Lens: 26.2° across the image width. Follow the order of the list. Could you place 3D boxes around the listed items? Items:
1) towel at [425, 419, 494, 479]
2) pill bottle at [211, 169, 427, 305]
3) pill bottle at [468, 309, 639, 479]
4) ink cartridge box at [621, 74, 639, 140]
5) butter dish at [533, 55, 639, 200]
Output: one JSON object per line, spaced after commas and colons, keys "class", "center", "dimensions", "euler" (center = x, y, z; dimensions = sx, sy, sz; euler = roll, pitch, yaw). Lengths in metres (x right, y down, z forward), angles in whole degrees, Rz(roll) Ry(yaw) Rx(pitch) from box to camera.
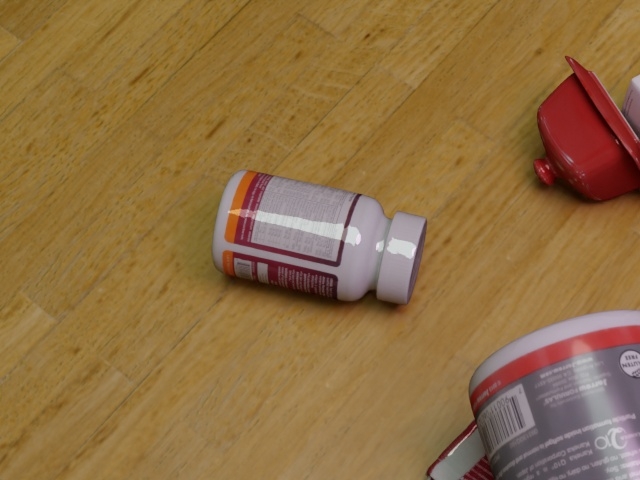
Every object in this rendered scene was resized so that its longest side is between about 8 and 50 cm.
{"class": "towel", "center": [0.300, 0.266, 1.407], "dimensions": [0.237, 0.037, 0.329], "euler": [-44, 68, -12]}
{"class": "pill bottle", "center": [0.000, 0.000, 1.528], "dimensions": [0.221, 0.121, 0.121], "euler": [13, 64, 8]}
{"class": "pill bottle", "center": [0.284, 0.265, 1.275], "dimensions": [0.210, 0.210, 0.363], "euler": [-14, 65, -4]}
{"class": "ink cartridge box", "center": [0.475, -0.119, 1.584], "dimensions": [0.158, 0.092, 0.218], "euler": [-28, 66, -11]}
{"class": "butter dish", "center": [0.298, -0.105, 1.572], "dimensions": [0.118, 0.160, 0.160], "euler": [-33, 63, 12]}
